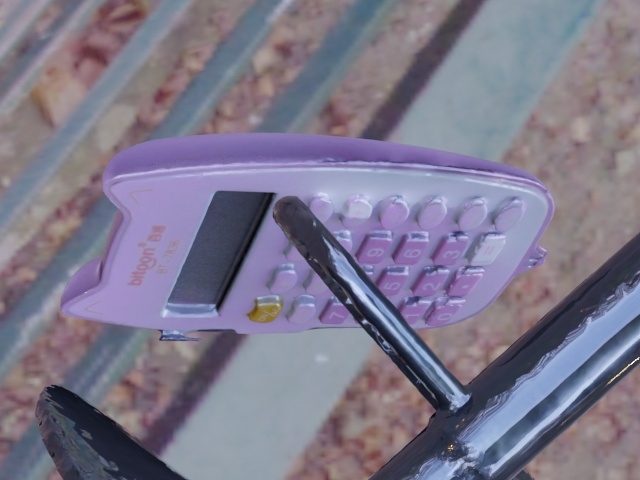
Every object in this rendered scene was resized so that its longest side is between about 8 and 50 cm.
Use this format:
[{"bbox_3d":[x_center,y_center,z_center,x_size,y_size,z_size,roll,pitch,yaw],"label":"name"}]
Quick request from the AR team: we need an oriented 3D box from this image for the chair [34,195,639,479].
[{"bbox_3d":[0.125,0.010,0.622,0.401,0.226,0.226,-40,112,-1],"label":"chair"}]

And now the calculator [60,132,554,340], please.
[{"bbox_3d":[0.000,-0.001,1.098,0.294,0.194,0.043,3,56,-18],"label":"calculator"}]
